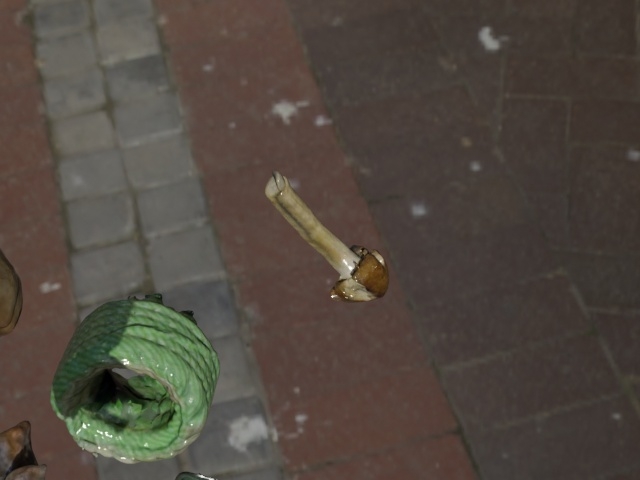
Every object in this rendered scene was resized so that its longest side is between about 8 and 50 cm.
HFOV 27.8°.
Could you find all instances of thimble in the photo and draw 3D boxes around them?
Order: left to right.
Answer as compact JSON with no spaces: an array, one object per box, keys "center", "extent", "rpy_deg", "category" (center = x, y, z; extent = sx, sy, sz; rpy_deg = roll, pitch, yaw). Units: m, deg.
[{"center":[-0.249,0.189,1.743],"extent":[0.219,0.219,0.150],"rpy_deg":[1,33,6],"category":"thimble"}]

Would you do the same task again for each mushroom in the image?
[{"center":[0.000,0.000,1.247],"extent":[0.060,0.187,0.061],"rpy_deg":[1,56,49],"category":"mushroom"}]

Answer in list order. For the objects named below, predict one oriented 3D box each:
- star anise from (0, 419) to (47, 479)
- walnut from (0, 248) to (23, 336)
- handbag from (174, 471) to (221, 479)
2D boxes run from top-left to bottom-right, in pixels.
[{"center":[-0.261,0.282,1.066],"extent":[0.081,0.230,0.262],"rpy_deg":[5,71,-43],"category":"star anise"},{"center":[-0.374,0.044,1.099],"extent":[0.230,0.178,0.178],"rpy_deg":[27,51,1],"category":"walnut"},{"center":[-0.115,0.427,1.787],"extent":[0.247,0.260,0.079],"rpy_deg":[16,48,-12],"category":"handbag"}]
